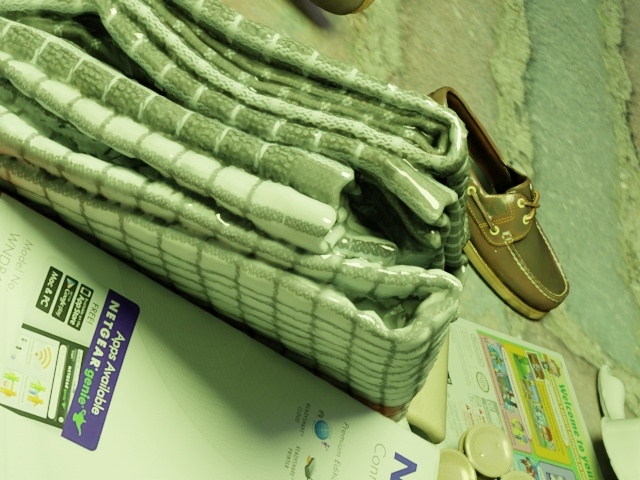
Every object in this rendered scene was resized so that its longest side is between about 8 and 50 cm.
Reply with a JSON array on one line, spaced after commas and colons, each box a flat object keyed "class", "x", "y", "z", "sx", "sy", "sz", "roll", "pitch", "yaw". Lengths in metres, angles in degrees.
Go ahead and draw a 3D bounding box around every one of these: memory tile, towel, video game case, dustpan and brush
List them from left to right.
[{"class": "towel", "x": -0.059, "y": -0.033, "z": 0.636, "sx": 0.284, "sy": 0.235, "sz": 0.121, "roll": 23, "pitch": 76, "yaw": 9}, {"class": "memory tile", "x": 0.088, "y": 0.189, "z": 0.845, "sx": 0.148, "sy": 0.012, "sz": 0.113, "roll": -30, "pitch": 83, "yaw": -36}, {"class": "video game case", "x": 0.136, "y": 0.153, "z": 0.971, "sx": 0.193, "sy": 0.023, "sz": 0.212, "roll": 21, "pitch": 43, "yaw": -39}, {"class": "dustpan and brush", "x": 0.247, "y": 0.169, "z": 1.064, "sx": 0.147, "sy": 0.060, "sz": 0.211, "roll": 56, "pitch": 29, "yaw": -32}]

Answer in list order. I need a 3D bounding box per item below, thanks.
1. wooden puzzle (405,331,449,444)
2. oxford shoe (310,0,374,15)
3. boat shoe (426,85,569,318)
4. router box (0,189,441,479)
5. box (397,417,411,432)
[{"class": "wooden puzzle", "x": 0.000, "y": 0.000, "z": 0.909, "sx": 0.239, "sy": 0.044, "sz": 0.221, "roll": 31, "pitch": 38, "yaw": -18}, {"class": "oxford shoe", "x": -0.072, "y": -0.259, "z": 1.067, "sx": 0.271, "sy": 0.097, "sz": 0.098, "roll": 39, "pitch": 54, "yaw": -12}, {"class": "boat shoe", "x": 0.139, "y": -0.030, "z": 1.107, "sx": 0.207, "sy": 0.073, "sz": 0.073, "roll": 50, "pitch": 32, "yaw": -6}, {"class": "router box", "x": -0.104, "y": 0.176, "z": 0.533, "sx": 0.301, "sy": 0.082, "sz": 0.335, "roll": 32, "pitch": 51, "yaw": -28}, {"class": "box", "x": -0.001, "y": 0.123, "z": 0.753, "sx": 0.043, "sy": 0.105, "sz": 0.179, "roll": 19, "pitch": 44, "yaw": -57}]
